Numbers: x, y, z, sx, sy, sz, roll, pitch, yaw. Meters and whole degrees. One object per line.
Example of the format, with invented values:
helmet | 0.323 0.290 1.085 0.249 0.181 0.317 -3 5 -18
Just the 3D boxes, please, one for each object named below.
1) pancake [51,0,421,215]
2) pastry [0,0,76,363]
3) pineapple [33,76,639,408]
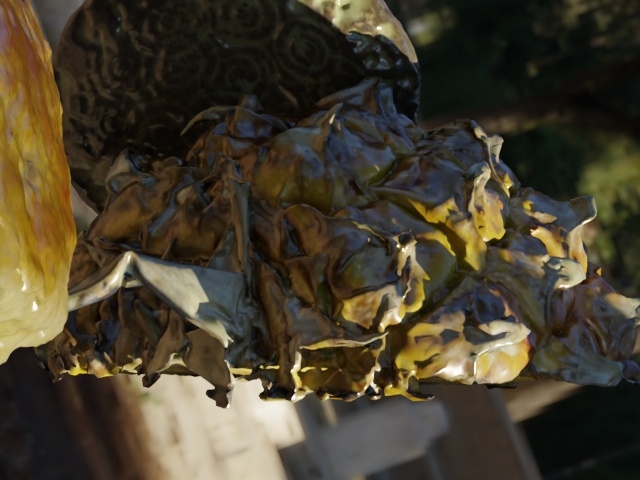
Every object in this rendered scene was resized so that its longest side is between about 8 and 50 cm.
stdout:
pancake | -0.045 -0.069 1.028 0.021 0.199 0.199 -82 155 -61
pastry | -0.115 -0.034 0.532 0.153 0.081 0.153 -22 90 -77
pineapple | 0.000 0.000 0.950 0.158 0.334 0.161 -38 132 -83
